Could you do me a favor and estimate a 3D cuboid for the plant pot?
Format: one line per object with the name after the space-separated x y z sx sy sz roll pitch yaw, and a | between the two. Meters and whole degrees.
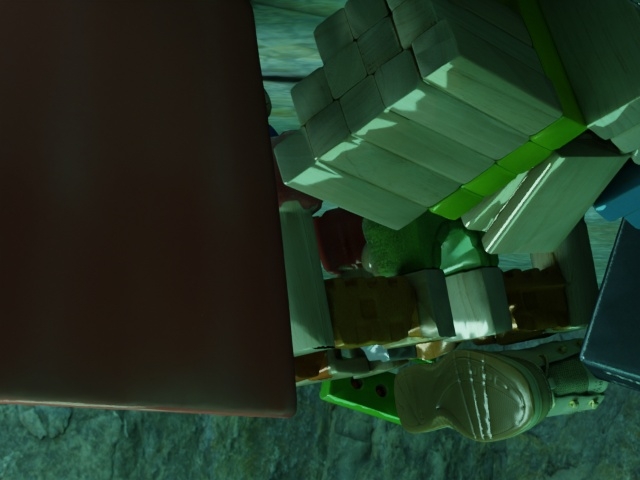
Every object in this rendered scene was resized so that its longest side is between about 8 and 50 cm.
-0.142 -0.024 1.153 0.275 0.243 0.275 2 176 0 | plant pot

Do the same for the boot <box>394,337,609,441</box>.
0.178 0.122 1.687 0.165 0.077 0.213 -6 177 -26 | boot

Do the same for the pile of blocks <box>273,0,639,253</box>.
0.140 -0.079 0.969 0.362 0.112 0.149 1 146 -27 | pile of blocks

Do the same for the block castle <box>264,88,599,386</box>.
0.000 0.000 1.635 0.303 0.212 0.453 -16 171 38 | block castle

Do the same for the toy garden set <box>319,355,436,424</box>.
0.016 0.045 1.901 0.204 0.244 0.049 20 149 -20 | toy garden set

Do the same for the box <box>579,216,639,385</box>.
0.365 0.042 1.478 0.294 0.212 0.395 17 177 11 | box

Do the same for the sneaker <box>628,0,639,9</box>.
0.127 -0.124 0.797 0.072 0.077 0.178 7 174 -33 | sneaker
